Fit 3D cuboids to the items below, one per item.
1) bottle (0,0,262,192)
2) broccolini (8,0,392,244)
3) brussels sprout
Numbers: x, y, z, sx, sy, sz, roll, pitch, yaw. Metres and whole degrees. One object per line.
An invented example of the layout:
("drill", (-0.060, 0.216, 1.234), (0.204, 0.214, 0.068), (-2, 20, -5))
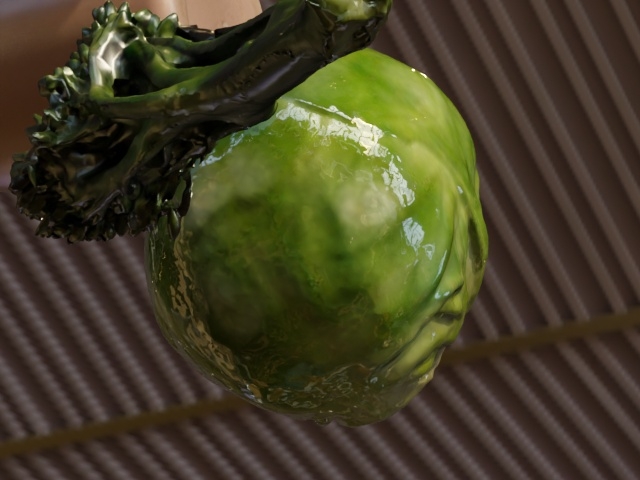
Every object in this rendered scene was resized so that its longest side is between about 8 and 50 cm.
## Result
("bottle", (-0.205, -0.129, 1.269), (0.296, 0.173, 0.206), (-9, -28, 22))
("broccolini", (-0.035, -0.048, 0.464), (0.058, 0.074, 0.201), (16, -15, -14))
("brussels sprout", (0.002, 0.001, 0.694), (0.117, 0.155, 0.155), (6, -54, 44))
